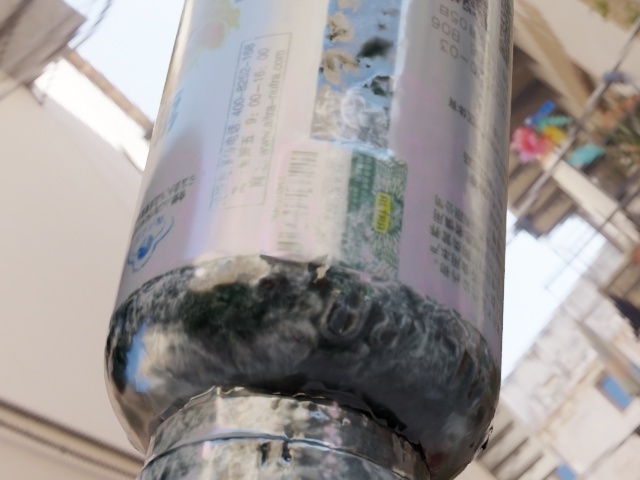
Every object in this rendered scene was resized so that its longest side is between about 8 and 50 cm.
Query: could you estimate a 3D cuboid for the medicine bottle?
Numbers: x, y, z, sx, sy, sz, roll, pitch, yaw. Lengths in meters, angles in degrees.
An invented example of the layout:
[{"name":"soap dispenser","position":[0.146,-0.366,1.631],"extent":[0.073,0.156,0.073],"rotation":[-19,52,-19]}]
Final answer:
[{"name":"medicine bottle","position":[0.000,0.000,0.533],"extent":[0.141,0.293,0.141],"rotation":[4,-37,3]}]
